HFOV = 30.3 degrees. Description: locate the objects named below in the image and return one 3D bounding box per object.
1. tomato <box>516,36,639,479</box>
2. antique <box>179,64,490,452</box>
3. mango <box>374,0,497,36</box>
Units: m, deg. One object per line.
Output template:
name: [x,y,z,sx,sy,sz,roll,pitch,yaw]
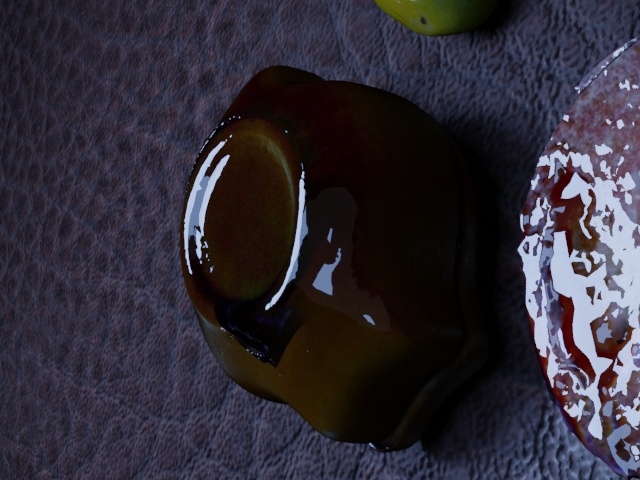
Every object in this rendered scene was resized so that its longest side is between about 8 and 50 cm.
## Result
tomato: [0.190,0.002,0.504,0.225,0.085,0.225,-29,53,47]
antique: [0.000,0.000,0.769,0.223,0.129,0.278,-51,41,32]
mango: [0.065,-0.226,0.789,0.122,0.085,0.191,-3,78,38]
